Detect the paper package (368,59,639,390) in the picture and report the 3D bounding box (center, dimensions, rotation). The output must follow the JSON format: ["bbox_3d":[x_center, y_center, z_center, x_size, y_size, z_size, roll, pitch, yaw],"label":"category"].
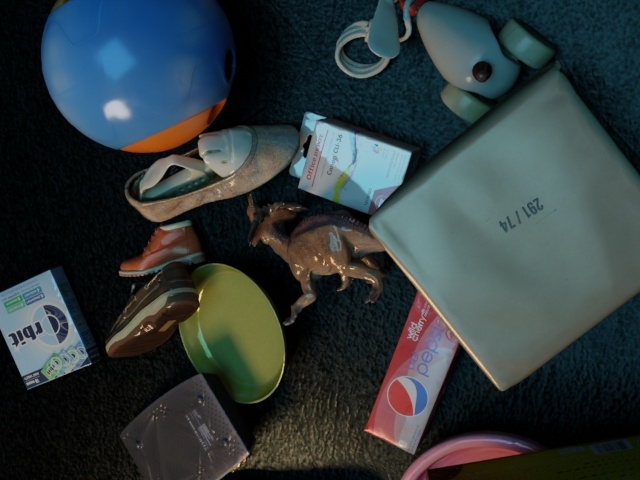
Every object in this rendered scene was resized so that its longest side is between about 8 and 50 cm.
[{"bbox_3d":[0.276,-0.017,1.309,0.325,0.168,0.309,-39,91,8],"label":"paper package"}]

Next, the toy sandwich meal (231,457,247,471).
[{"bbox_3d":[-0.166,0.367,1.676,0.086,0.029,0.085,4,101,19],"label":"toy sandwich meal"}]

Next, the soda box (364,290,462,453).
[{"bbox_3d":[0.160,0.190,1.496,0.092,0.083,0.263,23,107,15],"label":"soda box"}]

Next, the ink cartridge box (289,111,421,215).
[{"bbox_3d":[0.042,-0.117,1.490,0.198,0.067,0.115,20,107,16],"label":"ink cartridge box"}]

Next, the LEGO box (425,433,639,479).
[{"bbox_3d":[0.420,0.478,1.315,0.500,0.193,0.372,-10,98,2],"label":"LEGO box"}]

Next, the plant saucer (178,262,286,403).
[{"bbox_3d":[-0.139,0.149,1.591,0.241,0.037,0.240,14,114,36],"label":"plant saucer"}]

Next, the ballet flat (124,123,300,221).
[{"bbox_3d":[-0.182,-0.114,1.535,0.316,0.106,0.107,-25,55,23],"label":"ballet flat"}]

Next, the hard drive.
[{"bbox_3d":[-0.225,0.340,1.652,0.255,0.054,0.172,-39,79,34],"label":"hard drive"}]

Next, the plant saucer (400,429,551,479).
[{"bbox_3d":[0.277,0.447,1.501,0.332,0.084,0.332,4,101,20],"label":"plant saucer"}]

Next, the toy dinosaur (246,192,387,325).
[{"bbox_3d":[0.000,0.000,1.473,0.296,0.127,0.200,-16,106,34],"label":"toy dinosaur"}]

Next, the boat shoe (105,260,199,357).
[{"bbox_3d":[-0.287,0.115,1.634,0.257,0.095,0.095,-35,62,40],"label":"boat shoe"}]

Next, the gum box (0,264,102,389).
[{"bbox_3d":[-0.501,0.159,1.754,0.157,0.041,0.184,-22,93,22],"label":"gum box"}]

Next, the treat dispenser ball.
[{"bbox_3d":[-0.271,-0.276,1.455,0.288,0.288,0.288,4,101,19],"label":"treat dispenser ball"}]

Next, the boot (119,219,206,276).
[{"bbox_3d":[-0.276,0.015,1.640,0.158,0.059,0.084,-16,91,14],"label":"boot"}]

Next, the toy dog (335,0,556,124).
[{"bbox_3d":[0.160,-0.298,1.362,0.334,0.161,0.220,23,107,15],"label":"toy dog"}]
